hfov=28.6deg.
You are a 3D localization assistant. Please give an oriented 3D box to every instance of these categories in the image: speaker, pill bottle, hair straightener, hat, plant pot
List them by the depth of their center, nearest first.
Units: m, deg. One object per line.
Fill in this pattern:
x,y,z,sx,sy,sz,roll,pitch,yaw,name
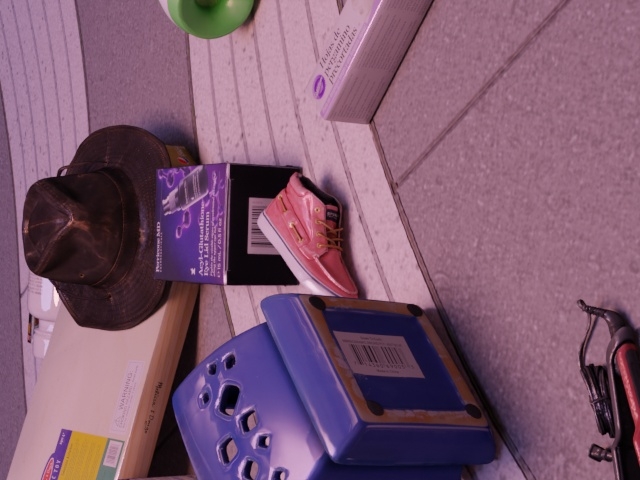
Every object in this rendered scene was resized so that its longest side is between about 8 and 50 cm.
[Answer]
0.249,0.161,1.074,0.089,0.047,0.230,-42,54,48,hair straightener
0.020,0.186,1.267,0.212,0.236,0.236,-56,44,32,plant pot
-0.196,-0.394,1.725,0.296,0.131,0.131,54,132,44,speaker
-0.344,-0.024,1.780,0.331,0.134,0.331,-10,76,47,hat
-0.403,0.073,2.013,0.131,0.131,0.229,10,97,57,pill bottle

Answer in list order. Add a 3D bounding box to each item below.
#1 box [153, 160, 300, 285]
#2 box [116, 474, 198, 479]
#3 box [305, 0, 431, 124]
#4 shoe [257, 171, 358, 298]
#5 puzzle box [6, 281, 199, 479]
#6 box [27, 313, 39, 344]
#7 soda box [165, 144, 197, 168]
-0.123,-0.019,1.607,0.207,0.108,0.153,-1,88,57,box
-0.197,0.381,1.670,0.072,0.137,0.126,-6,83,58,box
0.080,-0.270,1.347,0.324,0.067,0.063,-63,39,34,box
0.000,0.000,1.455,0.081,0.063,0.178,-54,55,19,shoe
-0.326,0.243,1.806,0.272,0.052,0.409,0,70,46,puzzle box
-0.439,0.105,2.103,0.027,0.094,0.137,9,96,57,box
-0.240,-0.051,1.833,0.058,0.061,0.181,56,132,43,soda box
